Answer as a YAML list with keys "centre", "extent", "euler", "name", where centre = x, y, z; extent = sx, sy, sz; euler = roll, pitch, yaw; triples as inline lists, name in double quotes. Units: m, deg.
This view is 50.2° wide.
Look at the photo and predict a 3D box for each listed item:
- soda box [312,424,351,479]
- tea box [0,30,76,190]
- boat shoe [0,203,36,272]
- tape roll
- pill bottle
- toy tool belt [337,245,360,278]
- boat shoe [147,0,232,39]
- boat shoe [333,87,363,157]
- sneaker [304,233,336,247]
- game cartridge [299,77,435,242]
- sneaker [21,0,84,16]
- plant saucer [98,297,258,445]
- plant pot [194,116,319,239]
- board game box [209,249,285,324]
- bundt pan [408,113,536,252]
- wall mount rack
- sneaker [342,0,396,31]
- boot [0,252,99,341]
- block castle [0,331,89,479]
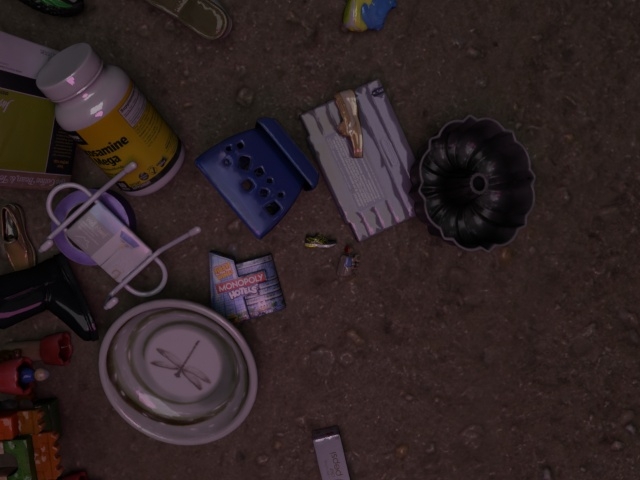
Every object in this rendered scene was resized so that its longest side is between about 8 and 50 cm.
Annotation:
- centre: [0.036, 0.603, 1.792]
  extent: [0.073, 0.069, 0.216]
  euler: [-13, 96, -1]
  name: "soda box"
- centre: [-0.719, -0.286, 1.508]
  extent: [0.219, 0.329, 0.324]
  euler: [12, 95, 17]
  name: "tea box"
- centre: [-0.758, 0.005, 1.689]
  extent: [0.068, 0.072, 0.190]
  euler: [-14, 97, -1]
  name: "boat shoe"
- centre: [-0.558, -0.036, 1.692]
  extent: [0.188, 0.080, 0.189]
  euler: [0, 96, -4]
  name: "tape roll"
- centre: [-0.469, -0.269, 1.542]
  extent: [0.187, 0.188, 0.334]
  euler: [-35, 133, 1]
  name: "pill bottle"
- centre: [0.077, 0.056, 1.752]
  extent: [0.051, 0.052, 0.083]
  euler: [9, 100, -35]
  name: "toy tool belt"
- centre: [-0.342, -0.591, 1.633]
  extent: [0.302, 0.103, 0.113]
  euler: [43, 105, -7]
  name: "boat shoe"
- centre: [0.067, -0.279, 1.653]
  extent: [0.059, 0.063, 0.170]
  euler: [-10, 87, 0]
  name: "boat shoe"
- centre: [0.000, 0.000, 1.746]
  extent: [0.083, 0.031, 0.035]
  euler: [-1, 95, -3]
  name: "sneaker"
- centre: [0.115, -0.198, 1.719]
  extent: [0.230, 0.068, 0.355]
  euler: [-24, 97, 4]
  name: "game cartridge"
- centre: [-0.703, -0.644, 1.594]
  extent: [0.343, 0.134, 0.146]
  euler: [32, 93, -5]
  name: "sneaker"
- centre: [-0.344, 0.314, 1.703]
  extent: [0.400, 0.100, 0.401]
  euler: [2, 109, 6]
  name: "plant saucer"
- centre: [-0.141, -0.155, 1.628]
  extent: [0.212, 0.236, 0.236]
  euler: [-39, 96, -4]
  name: "plant pot"
- centre: [-0.205, 0.106, 1.733]
  extent: [0.194, 0.060, 0.194]
  euler: [-16, 97, -1]
  name: "board game box"
- centre: [0.356, -0.131, 1.674]
  extent: [0.330, 0.124, 0.331]
  euler: [1, 86, -20]
  name: "bundt pan"
- centre: [-0.460, -0.015, 1.584]
  extent: [0.304, 0.130, 0.350]
  euler: [-42, 110, 4]
  name: "wall mount rack"
- centre: [0.126, -0.625, 1.672]
  extent: [0.126, 0.091, 0.240]
  euler: [7, 95, -22]
  name: "sneaker"
- centre: [-0.678, 0.171, 1.663]
  extent: [0.207, 0.094, 0.247]
  euler: [-25, 85, -22]
  name: "boot"
- centre: [-0.677, 0.470, 1.630]
  extent: [0.212, 0.303, 0.454]
  euler: [-4, 96, 4]
  name: "block castle"
